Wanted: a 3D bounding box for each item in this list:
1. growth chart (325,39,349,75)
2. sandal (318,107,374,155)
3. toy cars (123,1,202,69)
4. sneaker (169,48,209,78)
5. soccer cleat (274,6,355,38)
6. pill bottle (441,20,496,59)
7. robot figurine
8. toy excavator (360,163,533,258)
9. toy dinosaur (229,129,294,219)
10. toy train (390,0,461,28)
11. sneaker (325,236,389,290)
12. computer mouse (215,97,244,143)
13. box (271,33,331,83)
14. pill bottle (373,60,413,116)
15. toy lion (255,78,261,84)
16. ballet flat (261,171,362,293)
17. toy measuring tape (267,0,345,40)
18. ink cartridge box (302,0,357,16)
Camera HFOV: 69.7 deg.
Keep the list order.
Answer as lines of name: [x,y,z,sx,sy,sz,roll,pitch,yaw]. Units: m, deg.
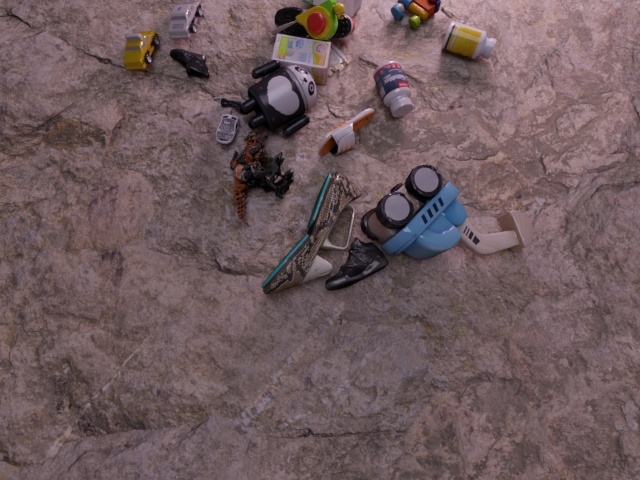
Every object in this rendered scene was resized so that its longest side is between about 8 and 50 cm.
growth chart: [-0.024,-0.683,1.761,0.237,0.021,0.172,-28,77,-8]
sandal: [0.107,-0.376,1.635,0.265,0.102,0.076,-37,75,-12]
toy cars: [-0.602,-0.797,1.735,0.393,0.087,0.176,-40,62,-11]
sneaker: [-0.496,-0.665,1.736,0.170,0.051,0.089,11,70,-1]
soccer cleat: [-0.020,-0.835,1.773,0.317,0.116,0.109,11,117,15]
pill bottle: [0.563,-0.753,1.742,0.184,0.103,0.103,21,75,6]
robot figurine: [-0.146,-0.501,1.628,0.278,0.209,0.174,-31,52,-8]
toy excavator: [0.422,-0.042,1.507,0.433,0.222,0.445,-42,89,-18]
toy dinosaur: [-0.221,-0.228,1.593,0.218,0.164,0.322,8,93,17]
toy train: [0.404,-0.881,1.783,0.248,0.105,0.143,41,88,10]
sneaker: [0.100,0.076,1.519,0.227,0.087,0.130,-27,75,-11]
computer mouse: [-0.335,-0.429,1.679,0.105,0.042,0.193,12,69,-2]
box: [-0.069,-0.666,1.691,0.203,0.103,0.114,10,76,1]
pill bottle: [0.271,-0.551,1.682,0.107,0.108,0.180,-17,76,-5]
toy lion: [-0.200,-0.559,1.722,0.096,0.034,0.100,10,75,-6]
ballet flat: [0.000,0.000,1.511,0.182,0.164,0.483,32,73,-5]
toy measuring tape: [-0.047,-0.770,1.687,0.329,0.121,0.122,-11,71,33]
ink cartridge box: [0.054,-0.960,1.773,0.212,0.093,0.154,18,47,6]
